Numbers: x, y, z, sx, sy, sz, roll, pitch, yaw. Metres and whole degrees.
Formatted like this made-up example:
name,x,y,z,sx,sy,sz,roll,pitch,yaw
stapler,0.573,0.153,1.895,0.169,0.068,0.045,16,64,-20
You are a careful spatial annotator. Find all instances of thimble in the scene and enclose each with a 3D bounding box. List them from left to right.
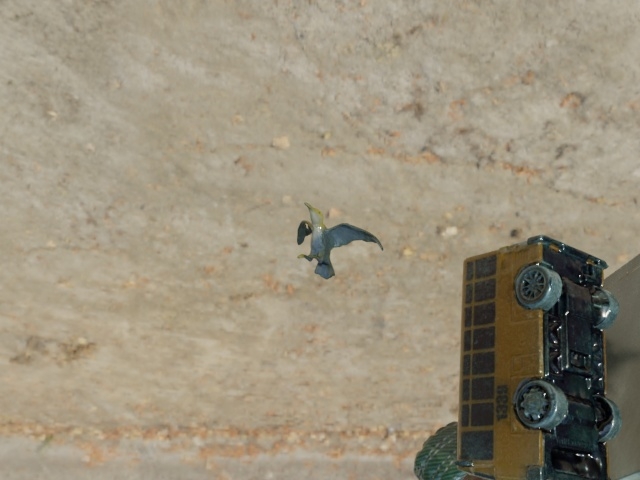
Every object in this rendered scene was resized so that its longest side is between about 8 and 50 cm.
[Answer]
name,x,y,z,sx,sy,sz,roll,pitch,yaw
thimble,0.215,0.339,1.156,0.135,0.090,0.118,-27,132,-17

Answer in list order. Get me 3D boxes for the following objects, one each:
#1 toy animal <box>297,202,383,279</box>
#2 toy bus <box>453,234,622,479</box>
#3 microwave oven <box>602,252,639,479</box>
name,x,y,z,sx,sy,sz,roll,pitch,yaw
toy animal,0.000,0.000,1.428,0.219,0.095,0.155,7,155,36
toy bus,0.159,0.099,0.579,0.091,0.182,0.103,19,157,-33
microwave oven,0.481,0.157,0.847,0.236,0.374,0.432,24,145,-6
